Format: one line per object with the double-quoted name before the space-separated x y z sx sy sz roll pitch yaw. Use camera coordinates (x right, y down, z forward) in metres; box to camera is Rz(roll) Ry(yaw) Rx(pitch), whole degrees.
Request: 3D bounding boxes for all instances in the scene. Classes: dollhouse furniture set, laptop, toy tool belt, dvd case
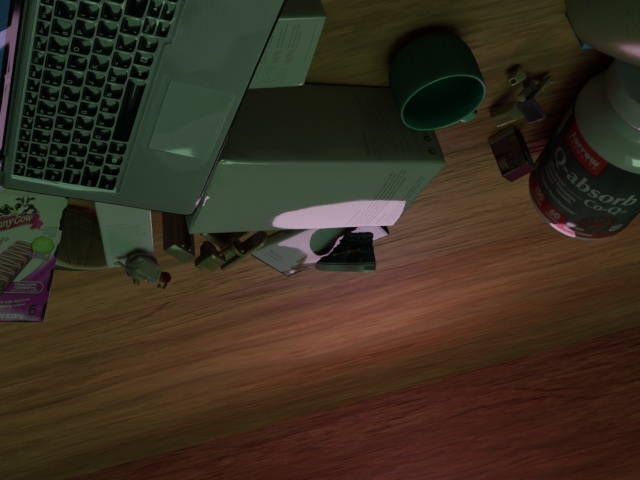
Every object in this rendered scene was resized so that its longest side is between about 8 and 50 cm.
"dollhouse furniture set" -0.175 -0.032 1.356 0.123 0.144 0.151 -32 136 23
"dollhouse furniture set" 0.329 -0.249 1.317 0.081 0.091 0.114 -48 -164 -26
"laptop" -0.276 -0.095 0.825 0.408 0.236 0.382 9 140 -22
"toy tool belt" -0.288 0.049 1.281 0.051 0.052 0.083 7 165 31
"dvd case" 0.000 0.000 1.631 0.253 0.022 0.180 -23 154 16

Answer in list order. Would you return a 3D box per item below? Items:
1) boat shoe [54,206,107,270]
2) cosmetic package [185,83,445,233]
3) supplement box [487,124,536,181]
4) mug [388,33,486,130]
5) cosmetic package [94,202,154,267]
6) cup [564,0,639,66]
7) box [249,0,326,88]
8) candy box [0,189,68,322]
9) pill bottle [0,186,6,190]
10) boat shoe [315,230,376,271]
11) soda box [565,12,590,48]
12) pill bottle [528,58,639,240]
"boat shoe" -0.470 0.000 1.284 0.285 0.103 0.092 8 159 -40
"cosmetic package" -0.021 -0.123 1.207 0.365 0.155 0.197 -1 151 -27
"supplement box" 0.348 -0.157 1.428 0.055 0.083 0.043 -29 152 29
"mug" 0.166 -0.231 1.155 0.129 0.097 0.158 -15 156 -1
"cosmetic package" -0.308 -0.060 1.224 0.085 0.117 0.231 -9 156 -15
"cup" 0.420 -0.328 0.907 0.237 0.331 0.331 0 168 39
"box" -0.097 -0.259 0.957 0.170 0.091 0.130 -6 154 -19
"candy box" -0.473 0.003 1.159 0.159 0.071 0.233 4 107 -37
"pill bottle" -0.381 -0.139 1.030 0.184 0.103 0.103 -29 152 28
"boat shoe" 0.054 0.023 1.619 0.065 0.083 0.183 3 177 -34
"soda box" 0.475 -0.335 1.151 0.210 0.067 0.071 -8 154 -15
"pill bottle" 0.513 -0.167 1.354 0.210 0.210 0.363 -10 154 -11
